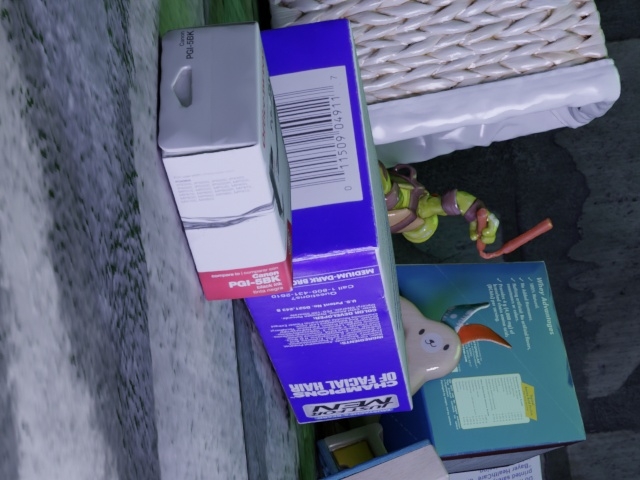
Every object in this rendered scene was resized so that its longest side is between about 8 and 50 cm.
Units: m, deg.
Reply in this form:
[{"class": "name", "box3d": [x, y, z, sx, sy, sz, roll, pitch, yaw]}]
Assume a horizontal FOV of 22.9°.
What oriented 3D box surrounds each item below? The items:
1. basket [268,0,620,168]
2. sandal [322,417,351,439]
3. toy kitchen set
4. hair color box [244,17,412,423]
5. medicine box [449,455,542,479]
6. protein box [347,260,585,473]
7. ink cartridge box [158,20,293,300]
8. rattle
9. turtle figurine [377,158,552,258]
[{"class": "basket", "box3d": [0.108, -0.222, 1.623, 0.328, 0.331, 0.266, 12, 66, -86]}, {"class": "sandal", "box3d": [0.032, 0.252, 1.672, 0.072, 0.049, 0.180, -86, 154, -50]}, {"class": "toy kitchen set", "box3d": [0.027, 0.217, 1.436, 0.207, 0.122, 0.166, 85, -18, -54]}, {"class": "hair color box", "box3d": [0.000, 0.000, 1.212, 0.339, 0.110, 0.185, 70, 12, -64]}, {"class": "medicine box", "box3d": [0.144, 0.253, 1.904, 0.263, 0.149, 0.289, -152, -128, -69]}, {"class": "protein box", "box3d": [0.139, 0.135, 1.643, 0.136, 0.201, 0.200, -31, -114, 51]}, {"class": "ink cartridge box", "box3d": [-0.052, -0.045, 0.913, 0.135, 0.056, 0.099, 78, 7, -52]}, {"class": "rattle", "box3d": [0.077, 0.075, 1.474, 0.130, 0.200, 0.143, -93, 174, -47]}, {"class": "turtle figurine", "box3d": [0.075, -0.035, 1.555, 0.217, 0.269, 0.087, 19, 72, -59]}]
